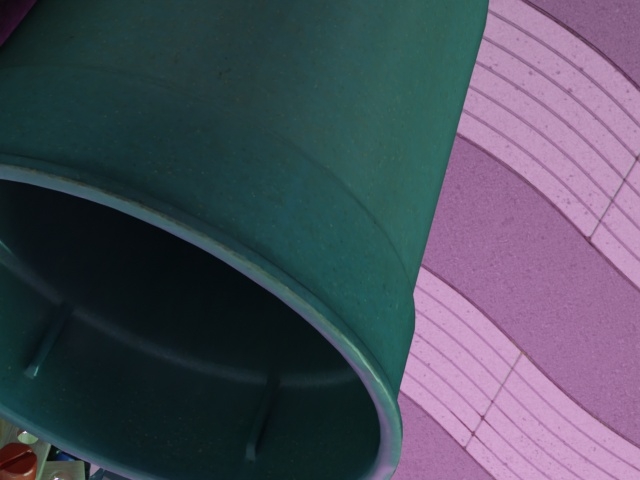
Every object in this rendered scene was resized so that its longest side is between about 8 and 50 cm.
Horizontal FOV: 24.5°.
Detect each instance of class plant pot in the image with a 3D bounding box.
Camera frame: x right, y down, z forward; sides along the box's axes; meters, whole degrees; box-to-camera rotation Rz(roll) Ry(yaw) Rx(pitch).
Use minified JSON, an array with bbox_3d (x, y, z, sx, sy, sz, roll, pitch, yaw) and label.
[{"bbox_3d":[-0.059,-0.063,0.906,0.341,0.341,0.334,108,5,-59],"label":"plant pot"}]

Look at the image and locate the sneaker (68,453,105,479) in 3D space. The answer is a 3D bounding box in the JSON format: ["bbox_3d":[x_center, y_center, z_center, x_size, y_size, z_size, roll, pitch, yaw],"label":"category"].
[{"bbox_3d":[-0.231,0.141,1.413,0.131,0.112,0.319,-81,-164,-55],"label":"sneaker"}]

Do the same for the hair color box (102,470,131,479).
[{"bbox_3d":[-0.267,0.376,1.988,0.185,0.113,0.374,-60,174,-9],"label":"hair color box"}]

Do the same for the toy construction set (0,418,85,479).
[{"bbox_3d":[-0.272,0.206,1.156,0.215,0.151,0.328,-55,-178,-42],"label":"toy construction set"}]
